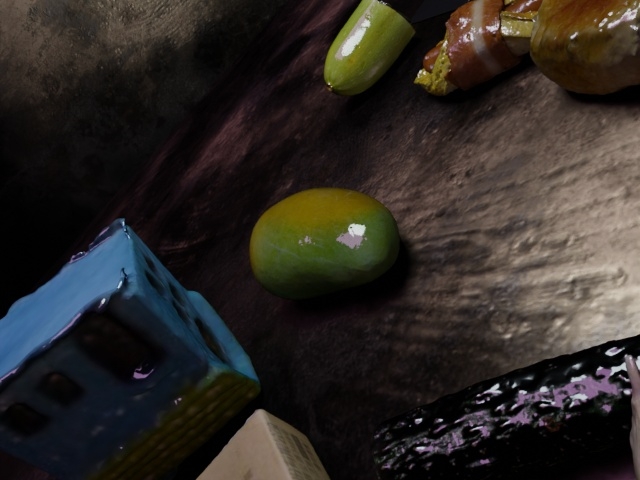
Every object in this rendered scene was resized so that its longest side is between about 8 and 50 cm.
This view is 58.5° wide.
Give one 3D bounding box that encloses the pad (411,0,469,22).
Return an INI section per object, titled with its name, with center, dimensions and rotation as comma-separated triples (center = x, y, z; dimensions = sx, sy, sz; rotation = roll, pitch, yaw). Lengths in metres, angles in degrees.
[pad]
center = 0.287, -0.526, 1.091
dimensions = 0.267, 0.004, 0.181
rotation = -55, 27, -11

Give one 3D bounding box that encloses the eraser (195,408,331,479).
[eraser]
center = -0.023, 0.288, 0.446
dimensions = 0.144, 0.078, 0.343
rotation = -50, 28, 1

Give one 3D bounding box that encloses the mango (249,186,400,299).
[mango]
center = 0.000, 0.000, 0.735
dimensions = 0.251, 0.114, 0.156
rotation = -11, 39, 52

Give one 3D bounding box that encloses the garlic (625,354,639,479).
[garlic]
center = 0.201, 0.143, 0.290
dimensions = 0.066, 0.084, 0.152
rotation = -10, 44, 21

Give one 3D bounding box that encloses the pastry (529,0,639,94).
[pastry]
center = 0.312, -0.234, 0.585
dimensions = 0.182, 0.093, 0.192
rotation = -56, 24, -11

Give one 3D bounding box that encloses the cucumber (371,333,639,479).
[cucumber]
center = 0.164, 0.118, 0.394
dimensions = 0.300, 0.072, 0.072
rotation = -31, 33, 30

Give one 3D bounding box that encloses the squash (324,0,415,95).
[squash]
center = 0.078, -0.346, 1.058
dimensions = 0.186, 0.123, 0.123
rotation = -54, 27, -1

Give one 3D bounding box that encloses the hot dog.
[hot dog]
center = 0.221, -0.277, 0.777
dimensions = 0.262, 0.093, 0.123
rotation = -23, 38, 41

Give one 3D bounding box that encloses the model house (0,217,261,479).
[model house]
center = -0.234, 0.167, 0.692
dimensions = 0.237, 0.303, 0.215
rotation = -39, 34, -2
